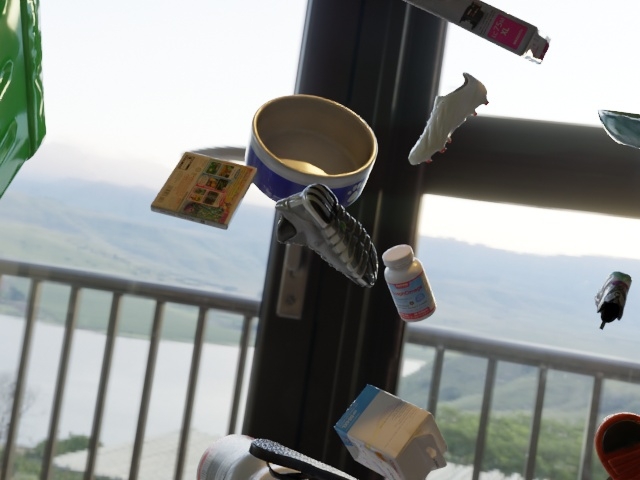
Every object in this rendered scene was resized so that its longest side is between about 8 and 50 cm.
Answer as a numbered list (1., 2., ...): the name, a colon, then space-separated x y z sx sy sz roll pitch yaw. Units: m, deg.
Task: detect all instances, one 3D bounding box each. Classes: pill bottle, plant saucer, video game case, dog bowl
1. pill bottle: -0.133 0.505 1.650 0.176 0.176 0.318 10 -9 -22
2. plant saucer: 0.543 -0.136 1.116 0.318 0.043 0.317 8 13 -2
3. video game case: -0.206 -0.092 1.436 0.143 0.157 0.019 14 -43 9
4. dog bowl: -0.022 -0.183 1.677 0.265 0.265 0.104 9 -45 -10
5. pill bottle: 0.193 0.094 1.767 0.087 0.160 0.087 -19 24 9

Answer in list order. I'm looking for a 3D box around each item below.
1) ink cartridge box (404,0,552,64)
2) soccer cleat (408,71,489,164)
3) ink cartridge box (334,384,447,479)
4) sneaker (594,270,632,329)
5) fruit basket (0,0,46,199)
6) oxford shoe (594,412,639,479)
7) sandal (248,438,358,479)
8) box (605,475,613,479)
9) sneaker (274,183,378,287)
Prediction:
1. ink cartridge box: 0.242 -0.401 1.398 0.311 0.065 0.186 29 17 18
2. soccer cleat: 0.224 -0.223 1.479 0.076 0.196 0.068 44 1 -16
3. ink cartridge box: 0.111 0.295 1.191 0.143 0.090 0.092 17 -35 46
4. sneaker: 0.373 0.090 1.044 0.038 0.069 0.098 16 -31 18
5. fruit basket: -0.402 -0.235 0.746 0.283 0.392 0.392 6 -2 -13
6. oxford shoe: 0.410 0.313 0.907 0.097 0.271 0.098 -31 -16 8
7. sandal: -0.023 0.412 1.408 0.254 0.054 0.097 34 -12 -35
8. box: 0.576 0.482 1.365 0.216 0.060 0.270 39 36 26
9. sneaker: 0.000 0.000 1.406 0.132 0.086 0.228 -13 -54 33
